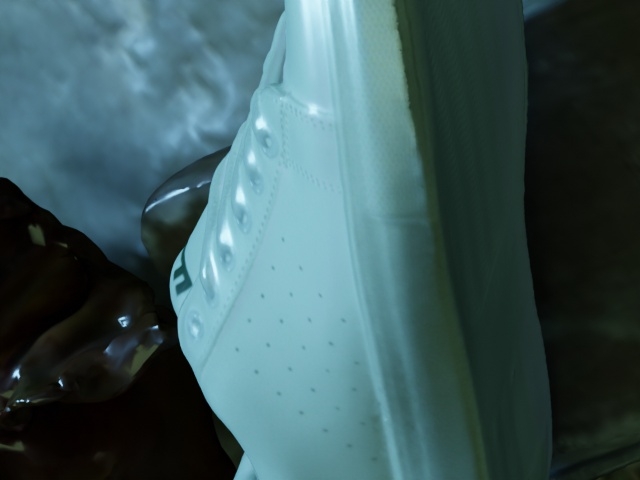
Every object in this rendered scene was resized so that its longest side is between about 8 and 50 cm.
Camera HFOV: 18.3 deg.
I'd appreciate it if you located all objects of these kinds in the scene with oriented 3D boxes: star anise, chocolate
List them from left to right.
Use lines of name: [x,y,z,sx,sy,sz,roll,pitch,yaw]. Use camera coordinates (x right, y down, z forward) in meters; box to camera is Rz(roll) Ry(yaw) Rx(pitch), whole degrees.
star anise: [-0.152,0.046,0.727,0.346,0.148,0.237,23,153,17]
chocolate: [0.081,-0.012,0.631,0.254,0.080,0.157,-23,114,35]

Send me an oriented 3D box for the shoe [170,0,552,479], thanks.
shoe: [0.000,0.000,0.559,0.110,0.095,0.265,4,130,21]
